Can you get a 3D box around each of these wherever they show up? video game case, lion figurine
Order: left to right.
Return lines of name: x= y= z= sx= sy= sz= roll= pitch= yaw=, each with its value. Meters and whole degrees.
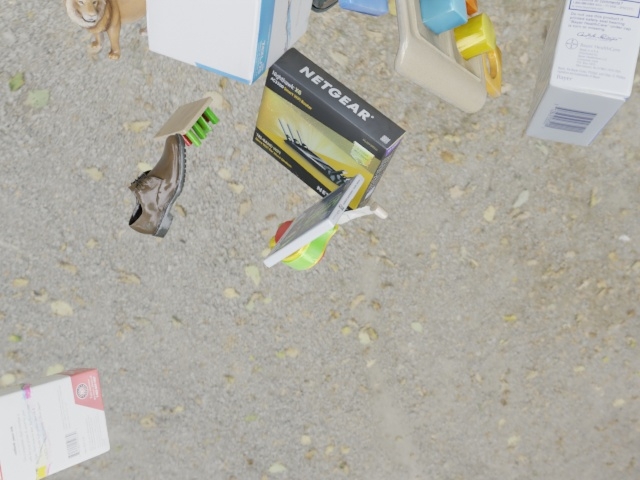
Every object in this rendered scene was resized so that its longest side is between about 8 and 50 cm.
lion figurine: x=-0.543 y=-0.663 z=1.563 sx=0.392 sy=0.142 sz=0.240 roll=-40 pitch=158 yaw=-38
video game case: x=-0.013 y=-0.039 z=1.057 sx=0.190 sy=0.173 sz=0.022 roll=-31 pitch=107 yaw=39

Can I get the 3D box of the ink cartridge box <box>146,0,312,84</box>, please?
ink cartridge box: x=-0.141 y=-0.437 z=0.947 sx=0.198 sy=0.270 sz=0.197 roll=21 pitch=133 yaw=8

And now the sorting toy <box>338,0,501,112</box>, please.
sorting toy: x=0.126 y=-0.239 z=0.527 sx=0.347 sy=0.047 sz=0.196 roll=4 pitch=82 yaw=-53

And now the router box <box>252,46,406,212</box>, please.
router box: x=0.005 y=-0.226 z=1.198 sx=0.308 sy=0.081 sz=0.243 roll=39 pitch=145 yaw=10

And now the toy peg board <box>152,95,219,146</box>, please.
toy peg board: x=-0.406 y=-0.350 z=1.696 sx=0.160 sy=0.161 sz=0.079 roll=-4 pitch=136 yaw=40

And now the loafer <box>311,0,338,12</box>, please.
loafer: x=0.073 y=-0.710 z=1.449 sx=0.096 sy=0.084 sz=0.267 roll=44 pitch=80 yaw=-6

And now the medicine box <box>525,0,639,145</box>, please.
medicine box: x=0.555 y=-0.388 z=1.157 sx=0.149 sy=0.263 sz=0.290 roll=14 pitch=82 yaw=13

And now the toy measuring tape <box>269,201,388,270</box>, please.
toy measuring tape: x=0.000 y=0.000 z=1.192 sx=0.330 sy=0.121 sz=0.121 roll=-11 pitch=131 yaw=43

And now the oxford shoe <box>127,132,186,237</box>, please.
oxford shoe: x=-0.336 y=-0.114 z=1.119 sx=0.096 sy=0.083 sz=0.227 roll=12 pitch=106 yaw=-34

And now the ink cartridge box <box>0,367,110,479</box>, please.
ink cartridge box: x=-0.381 y=0.243 z=0.692 sx=0.198 sy=0.067 sz=0.116 roll=-8 pitch=89 yaw=-48
